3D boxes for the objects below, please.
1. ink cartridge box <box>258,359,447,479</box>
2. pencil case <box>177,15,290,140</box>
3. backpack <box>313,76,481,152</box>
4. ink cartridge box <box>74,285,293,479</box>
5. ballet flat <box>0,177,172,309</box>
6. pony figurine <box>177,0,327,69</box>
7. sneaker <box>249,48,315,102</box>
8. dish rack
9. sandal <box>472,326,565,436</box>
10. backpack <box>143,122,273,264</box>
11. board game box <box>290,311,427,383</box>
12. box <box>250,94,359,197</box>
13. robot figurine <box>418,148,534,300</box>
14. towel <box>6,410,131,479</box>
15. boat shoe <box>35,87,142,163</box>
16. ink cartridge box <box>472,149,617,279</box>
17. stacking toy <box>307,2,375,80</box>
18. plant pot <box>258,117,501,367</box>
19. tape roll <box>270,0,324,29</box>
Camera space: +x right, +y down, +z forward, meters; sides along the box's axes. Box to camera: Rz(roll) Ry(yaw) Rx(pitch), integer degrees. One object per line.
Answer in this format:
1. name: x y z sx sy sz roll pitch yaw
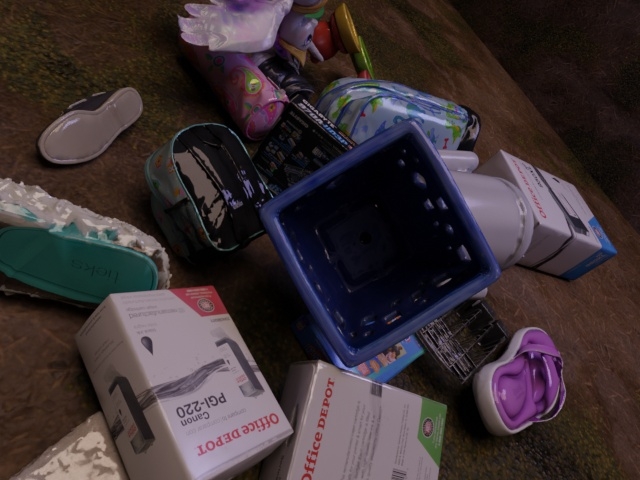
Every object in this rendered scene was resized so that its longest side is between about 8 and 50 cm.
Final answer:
1. ink cartridge box: 0.047 0.266 0.611 0.219 0.092 0.161 26 65 -21
2. pencil case: -0.178 -0.339 0.964 0.124 0.124 0.284 -23 70 -48
3. backpack: 0.139 -0.206 0.998 0.355 0.290 0.273 23 22 -14
4. ink cartridge box: -0.153 0.166 0.529 0.158 0.092 0.218 2 50 -57
5. ballet flat: -0.377 -0.016 0.534 0.408 0.147 0.147 24 43 -27
6. pony figurine: -0.091 -0.497 0.874 0.350 0.363 0.303 2 56 -28
7. sneaker: -0.075 -0.400 1.132 0.153 0.101 0.269 47 36 -8
8. dish rack: 0.262 0.163 0.932 0.271 0.074 0.208 -18 67 -49
9. sandal: 0.434 0.279 0.925 0.416 0.102 0.170 -12 80 -50
10. backpack: -0.172 -0.075 0.708 0.165 0.144 0.189 -34 107 -48
11. board game box: 0.071 0.167 0.788 0.210 0.047 0.160 -17 68 -46
12. box: -0.009 -0.122 0.839 0.220 0.175 0.051 39 36 -7
13. robot figurine: 0.266 -0.035 0.906 0.353 0.199 0.301 4 84 -29
14. towel: -0.252 0.303 0.397 0.187 0.049 0.282 47 38 7
15. boat shoe: -0.369 -0.182 0.732 0.064 0.075 0.206 6 40 23
16. ink cartridge box: 0.650 -0.068 1.393 0.394 0.166 0.286 14 48 -31
17. stacking toy: 0.071 -0.431 1.256 0.279 0.130 0.309 -15 89 -73
18. plant pot: 0.072 0.003 0.665 0.236 0.235 0.212 60 -1 0
19. tape roll: -0.143 -0.749 1.392 0.321 0.077 0.322 23 44 -24
